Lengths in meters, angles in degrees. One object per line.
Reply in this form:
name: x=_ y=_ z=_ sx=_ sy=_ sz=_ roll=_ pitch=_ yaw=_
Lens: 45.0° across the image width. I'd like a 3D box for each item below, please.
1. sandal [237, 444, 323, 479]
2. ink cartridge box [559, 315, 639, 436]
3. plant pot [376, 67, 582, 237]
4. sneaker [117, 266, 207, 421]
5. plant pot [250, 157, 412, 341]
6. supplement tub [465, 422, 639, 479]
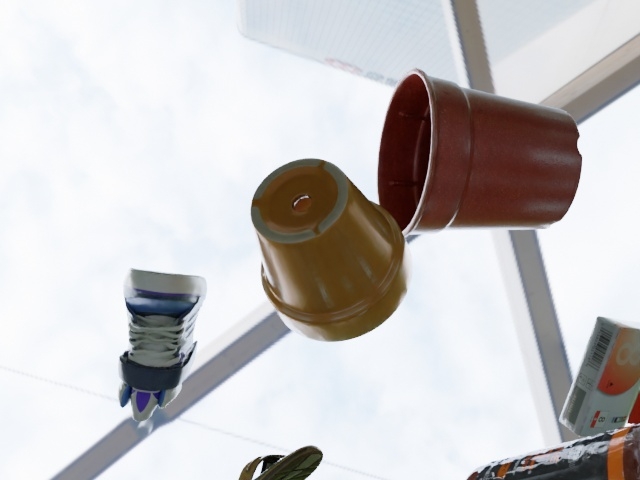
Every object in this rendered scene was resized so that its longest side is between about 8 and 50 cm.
sandal: x=-0.079 y=0.308 z=0.998 sx=0.180 sy=0.072 sz=0.049 roll=-36 pitch=-124 yaw=14
ink cartridge box: x=0.395 y=0.176 z=0.963 sx=0.179 sy=0.045 sz=0.146 roll=10 pitch=-77 yaw=-25
plant pot: x=0.257 y=-0.126 z=1.256 sx=0.264 sy=0.272 sz=0.273 roll=5 pitch=-89 yaw=-12
sneaker: x=-0.263 y=0.177 z=1.257 sx=0.130 sy=0.323 sz=0.237 roll=8 pitch=-101 yaw=-8
plant pot: x=0.000 y=0.000 z=1.002 sx=0.205 sy=0.188 sz=0.205 roll=-10 pitch=-125 yaw=15
supplement tub: x=0.200 y=0.189 z=0.538 sx=0.197 sy=0.106 sz=0.106 roll=-30 pitch=-84 yaw=39
